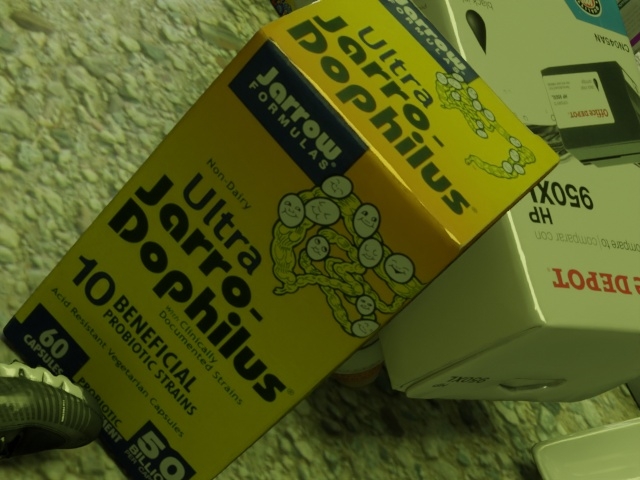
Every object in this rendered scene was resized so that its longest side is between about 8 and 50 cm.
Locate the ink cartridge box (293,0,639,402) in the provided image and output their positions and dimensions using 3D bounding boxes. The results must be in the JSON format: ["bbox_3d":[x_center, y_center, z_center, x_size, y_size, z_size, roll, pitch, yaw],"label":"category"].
[{"bbox_3d":[0.163,-0.072,1.316,0.285,0.166,0.395,6,63,-45],"label":"ink cartridge box"}]

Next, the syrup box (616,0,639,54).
[{"bbox_3d":[0.256,-0.289,1.619,0.237,0.096,0.093,25,41,-25],"label":"syrup box"}]

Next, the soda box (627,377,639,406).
[{"bbox_3d":[0.415,0.183,1.615,0.091,0.098,0.286,2,54,-44],"label":"soda box"}]

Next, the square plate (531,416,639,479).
[{"bbox_3d":[0.405,0.315,1.420,0.344,0.049,0.347,-10,61,-23],"label":"square plate"}]

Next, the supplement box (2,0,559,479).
[{"bbox_3d":[-0.034,0.006,1.107,0.194,0.356,0.195,47,34,4],"label":"supplement box"}]

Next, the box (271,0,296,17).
[{"bbox_3d":[0.125,-0.268,1.703,0.290,0.177,0.279,-9,61,-49],"label":"box"}]

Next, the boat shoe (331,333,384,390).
[{"bbox_3d":[0.000,0.000,1.370,0.113,0.103,0.302,-8,49,0],"label":"boat shoe"}]

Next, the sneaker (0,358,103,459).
[{"bbox_3d":[-0.253,0.132,1.004,0.234,0.078,0.106,13,49,-32],"label":"sneaker"}]
